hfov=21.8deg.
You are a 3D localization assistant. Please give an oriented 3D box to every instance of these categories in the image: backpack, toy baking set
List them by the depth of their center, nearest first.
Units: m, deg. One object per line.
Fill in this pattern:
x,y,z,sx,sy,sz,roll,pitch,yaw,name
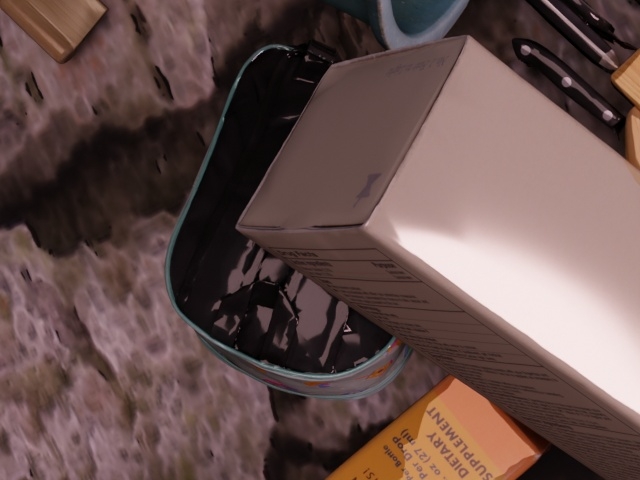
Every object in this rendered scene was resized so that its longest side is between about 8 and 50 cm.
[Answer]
0.000,0.000,0.990,0.166,0.144,0.188,21,71,8,backpack
-0.180,-0.247,1.084,0.196,0.030,0.256,-22,88,9,toy baking set

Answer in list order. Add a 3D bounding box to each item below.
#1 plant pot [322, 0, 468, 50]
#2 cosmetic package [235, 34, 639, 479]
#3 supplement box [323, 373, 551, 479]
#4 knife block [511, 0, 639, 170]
-0.049,-0.315,0.903,0.334,0.341,0.341,22,97,14,plant pot
0.128,0.031,0.876,0.309,0.160,0.113,36,76,-22,cosmetic package
0.031,0.174,1.034,0.233,0.080,0.078,-43,82,13,supplement box
0.246,-0.108,0.969,0.275,0.088,0.242,0,93,12,knife block
